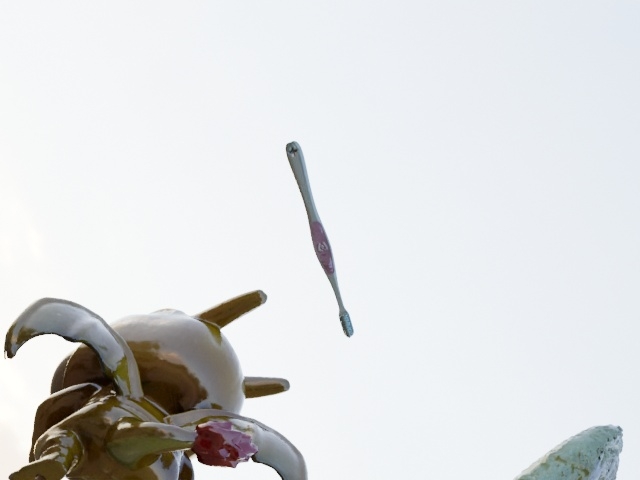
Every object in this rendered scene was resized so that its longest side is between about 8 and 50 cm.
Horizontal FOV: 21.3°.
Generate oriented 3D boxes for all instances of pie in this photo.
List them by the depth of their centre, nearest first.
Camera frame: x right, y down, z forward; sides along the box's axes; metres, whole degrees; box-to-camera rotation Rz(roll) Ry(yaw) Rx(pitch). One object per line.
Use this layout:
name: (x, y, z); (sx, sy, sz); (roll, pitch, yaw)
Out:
pie: (0.200, 0.287, 1.705); (0.078, 0.277, 0.277); (56, -26, 19)

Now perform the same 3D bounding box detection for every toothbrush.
toothbrush: (0.000, 0.000, 1.666); (0.022, 0.017, 0.204); (-98, 171, -80)

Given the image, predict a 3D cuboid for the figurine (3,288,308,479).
figurine: (-0.197, 0.229, 2.144); (0.401, 0.387, 0.268); (23, -64, 2)
